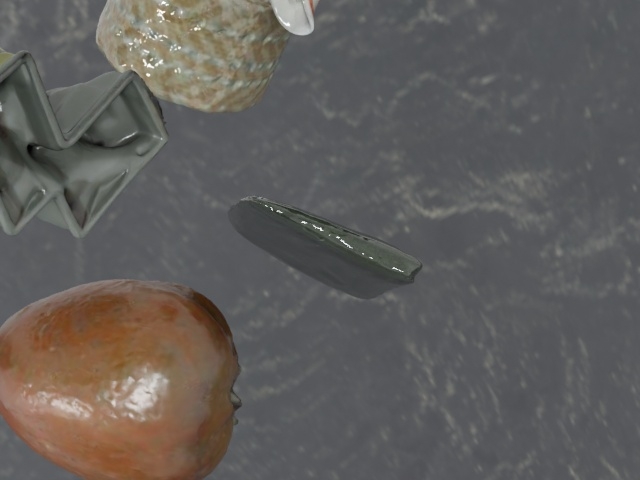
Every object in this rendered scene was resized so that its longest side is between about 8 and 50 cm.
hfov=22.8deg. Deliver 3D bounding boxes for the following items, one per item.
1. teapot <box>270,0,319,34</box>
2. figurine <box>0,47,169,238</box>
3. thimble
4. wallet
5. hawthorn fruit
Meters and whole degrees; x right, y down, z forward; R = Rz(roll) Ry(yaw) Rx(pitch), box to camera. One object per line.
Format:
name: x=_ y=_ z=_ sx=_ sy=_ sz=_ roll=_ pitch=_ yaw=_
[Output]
teapot: x=-0.027 y=-0.300 z=1.309 sx=0.116 sy=0.245 sz=0.159 roll=-31 pitch=8 yaw=-27
figurine: x=-0.296 y=-0.100 z=1.236 sx=0.285 sy=0.342 sz=0.167 roll=16 pitch=77 yaw=36
thimble: x=-0.120 y=-0.241 z=1.680 sx=0.196 sy=0.229 sz=0.148 roll=38 pitch=118 yaw=20
wallet: x=0.000 y=0.000 z=1.446 sx=0.168 sy=0.245 sz=0.052 roll=26 pitch=83 yaw=-6
hawthorn fruit: x=-0.190 y=0.115 z=1.350 sx=0.251 sy=0.199 sz=0.199 roll=10 pitch=61 yaw=-3
